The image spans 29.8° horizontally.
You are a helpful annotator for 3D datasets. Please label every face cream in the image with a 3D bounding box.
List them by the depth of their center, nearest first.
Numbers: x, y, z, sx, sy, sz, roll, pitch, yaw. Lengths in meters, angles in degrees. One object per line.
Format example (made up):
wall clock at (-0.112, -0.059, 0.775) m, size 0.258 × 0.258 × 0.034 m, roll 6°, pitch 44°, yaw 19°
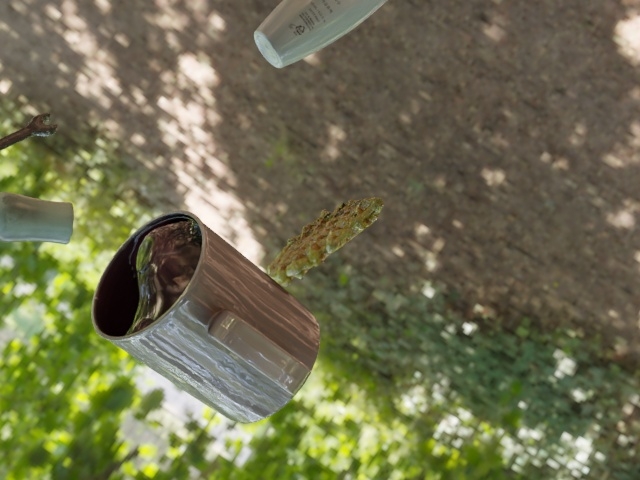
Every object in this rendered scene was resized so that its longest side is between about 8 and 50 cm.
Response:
face cream at (0.011, -0.252, 1.276) m, size 0.072 × 0.182 × 0.051 m, roll 53°, pitch 164°, yaw -9°

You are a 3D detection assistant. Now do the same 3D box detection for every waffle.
waffle at (0.000, 0.000, 2.131) m, size 0.058 × 0.238 × 0.243 m, roll 55°, pitch 161°, yaw -7°

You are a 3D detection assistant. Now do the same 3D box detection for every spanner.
spanner at (-0.560, -0.157, 2.053) m, size 0.054 × 0.254 × 0.015 m, roll 39°, pitch 142°, yaw 26°

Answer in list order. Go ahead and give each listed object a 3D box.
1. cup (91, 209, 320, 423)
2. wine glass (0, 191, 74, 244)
cup at (-0.135, 0.106, 1.664) m, size 0.288 × 0.208 × 0.273 m, roll -12°, pitch 138°, yaw 41°
wine glass at (-0.614, -0.045, 2.395) m, size 0.231 × 0.103 × 0.103 m, roll 5°, pitch 179°, yaw -25°
